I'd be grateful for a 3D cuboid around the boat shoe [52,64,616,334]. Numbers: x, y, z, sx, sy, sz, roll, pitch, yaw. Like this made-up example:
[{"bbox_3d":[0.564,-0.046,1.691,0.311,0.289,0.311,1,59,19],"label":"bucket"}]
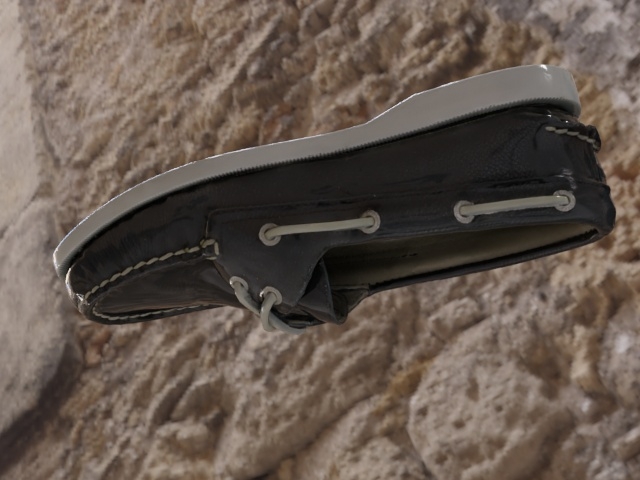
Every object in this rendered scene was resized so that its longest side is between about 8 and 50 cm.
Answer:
[{"bbox_3d":[0.000,0.000,0.537,0.302,0.091,0.114,-20,-20,15],"label":"boat shoe"}]
